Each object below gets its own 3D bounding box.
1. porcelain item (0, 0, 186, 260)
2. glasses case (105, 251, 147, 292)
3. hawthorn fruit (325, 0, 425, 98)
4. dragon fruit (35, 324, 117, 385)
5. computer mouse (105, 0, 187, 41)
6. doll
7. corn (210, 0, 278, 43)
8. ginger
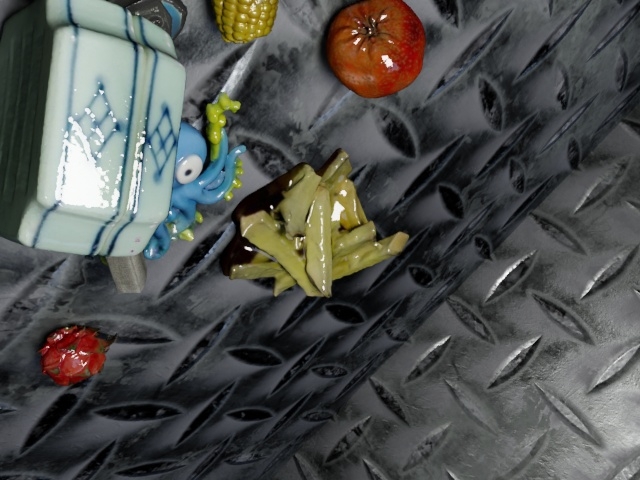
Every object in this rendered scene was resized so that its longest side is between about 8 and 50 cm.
[{"bbox_3d":[-0.293,-0.126,0.628,0.157,0.281,0.286,7,90,-46],"label":"porcelain item"},{"bbox_3d":[-0.325,0.002,0.851,0.047,0.071,0.205,2,140,-5],"label":"glasses case"},{"bbox_3d":[0.108,-0.348,0.958,0.179,0.179,0.200,-50,167,10],"label":"hawthorn fruit"},{"bbox_3d":[-0.489,0.226,1.028,0.142,0.130,0.121,36,66,-55],"label":"dragon fruit"},{"bbox_3d":[-0.253,-0.310,0.721,0.135,0.047,0.079,-22,149,-11],"label":"computer mouse"},{"bbox_3d":[-0.284,-0.082,0.895,0.346,0.099,0.341,-15,140,-28],"label":"doll"},{"bbox_3d":[-0.094,-0.441,0.677,0.120,0.120,0.363,-19,142,-32],"label":"corn"},{"bbox_3d":[0.000,0.000,1.194,0.413,0.211,0.358,-17,137,-33],"label":"ginger"}]
